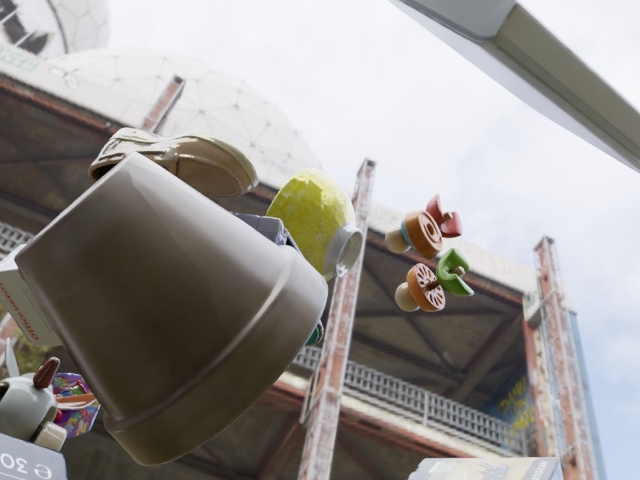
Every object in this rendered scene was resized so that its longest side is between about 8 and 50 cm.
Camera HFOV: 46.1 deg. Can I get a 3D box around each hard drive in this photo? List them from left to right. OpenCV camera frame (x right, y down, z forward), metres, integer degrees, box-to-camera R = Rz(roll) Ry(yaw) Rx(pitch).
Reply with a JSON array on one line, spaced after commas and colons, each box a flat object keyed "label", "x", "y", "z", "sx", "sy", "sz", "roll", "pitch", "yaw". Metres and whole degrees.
[{"label": "hard drive", "x": 0.204, "y": -0.172, "z": 0.744, "sx": 0.353, "sy": 0.233, "sz": 0.047, "roll": 22, "pitch": -71, "yaw": -41}]

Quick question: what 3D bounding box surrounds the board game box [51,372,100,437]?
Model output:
[{"label": "board game box", "x": -0.496, "y": 0.308, "z": 1.456, "sx": 0.133, "sy": 0.169, "sz": 0.033, "roll": 12, "pitch": -57, "yaw": -4}]

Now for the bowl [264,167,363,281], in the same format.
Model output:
[{"label": "bowl", "x": 0.000, "y": 0.000, "z": 1.665, "sx": 0.156, "sy": 0.289, "sz": 0.289, "roll": 25, "pitch": -48, "yaw": 24}]

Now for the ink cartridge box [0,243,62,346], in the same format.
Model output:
[{"label": "ink cartridge box", "x": -0.508, "y": 0.104, "z": 1.523, "sx": 0.273, "sy": 0.114, "sz": 0.197, "roll": -7, "pitch": -60, "yaw": 29}]

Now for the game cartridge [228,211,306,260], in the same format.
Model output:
[{"label": "game cartridge", "x": -0.137, "y": 0.042, "z": 1.326, "sx": 0.230, "sy": 0.068, "sz": 0.355, "roll": 4, "pitch": -22, "yaw": 15}]

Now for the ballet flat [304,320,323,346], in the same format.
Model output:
[{"label": "ballet flat", "x": -0.102, "y": 0.099, "z": 1.221, "sx": 0.241, "sy": 0.077, "sz": 0.091, "roll": 22, "pitch": -74, "yaw": 7}]

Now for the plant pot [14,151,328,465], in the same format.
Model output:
[{"label": "plant pot", "x": -0.202, "y": 0.058, "z": 0.919, "sx": 0.323, "sy": 0.323, "sz": 0.280, "roll": -33, "pitch": -73, "yaw": 29}]

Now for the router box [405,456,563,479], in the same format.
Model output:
[{"label": "router box", "x": 0.223, "y": 0.431, "z": 1.156, "sx": 0.243, "sy": 0.309, "sz": 0.081, "roll": -10, "pitch": -86, "yaw": 29}]

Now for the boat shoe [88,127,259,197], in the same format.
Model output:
[{"label": "boat shoe", "x": -0.253, "y": -0.110, "z": 1.272, "sx": 0.341, "sy": 0.110, "sz": 0.121, "roll": 9, "pitch": -41, "yaw": 36}]

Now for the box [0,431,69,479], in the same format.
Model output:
[{"label": "box", "x": -0.270, "y": 0.258, "z": 0.312, "sx": 0.212, "sy": 0.395, "sz": 0.293, "roll": -45, "pitch": -50, "yaw": 11}]

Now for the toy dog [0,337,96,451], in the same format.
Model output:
[{"label": "toy dog", "x": -0.452, "y": 0.230, "z": 1.170, "sx": 0.220, "sy": 0.333, "sz": 0.161, "roll": 40, "pitch": -98, "yaw": -33}]

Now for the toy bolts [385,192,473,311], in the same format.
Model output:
[{"label": "toy bolts", "x": 0.187, "y": 0.014, "z": 1.521, "sx": 0.158, "sy": 0.228, "sz": 0.218, "roll": -28, "pitch": -54, "yaw": 28}]
